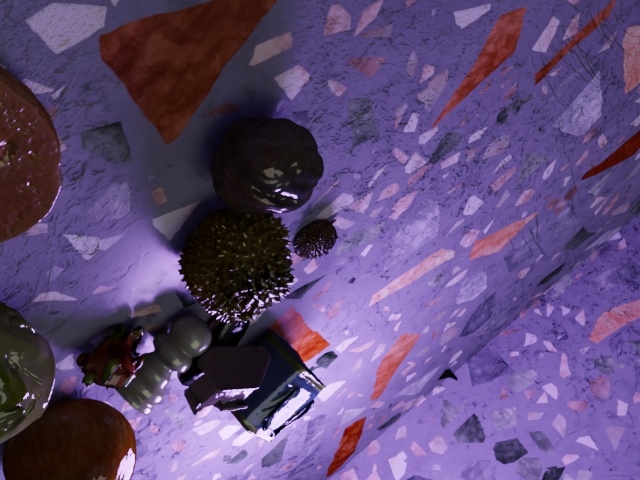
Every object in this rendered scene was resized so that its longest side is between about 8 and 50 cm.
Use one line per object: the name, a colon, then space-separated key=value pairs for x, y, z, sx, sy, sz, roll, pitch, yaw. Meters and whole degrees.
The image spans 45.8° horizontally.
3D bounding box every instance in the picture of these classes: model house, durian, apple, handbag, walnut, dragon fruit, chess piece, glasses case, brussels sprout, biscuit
model house: x=-0.247 y=0.371 z=1.958 sx=0.229 sy=0.122 sz=0.188 roll=3 pitch=135 yaw=-44
durian: x=-0.180 y=0.062 z=1.659 sx=0.258 sy=0.258 sz=0.293 roll=-19 pitch=154 yaw=-31
apple: x=-0.590 y=0.530 z=1.798 sx=0.309 sy=0.250 sz=0.277 roll=-46 pitch=149 yaw=16
handbag: x=-0.142 y=0.423 z=2.174 sx=0.241 sy=0.222 sz=0.263 roll=-44 pitch=147 yaw=-2
walnut: x=-0.108 y=-0.148 z=1.497 sx=0.224 sy=0.224 sz=0.224 roll=-28 pitch=147 yaw=-20
dragon fruit: x=-0.472 y=0.262 z=1.723 sx=0.175 sy=0.138 sz=0.142 roll=-65 pitch=-166 yaw=-13
chess piece: x=-0.374 y=0.285 z=1.836 sx=0.251 sy=0.144 sz=0.144 roll=-43 pitch=150 yaw=-4
glasses case: x=-0.281 y=0.283 z=1.986 sx=0.103 sy=0.067 sz=0.267 roll=12 pitch=123 yaw=-51
brussels sprout: x=-0.665 y=0.267 z=1.385 sx=0.327 sy=0.247 sz=0.328 roll=-24 pitch=146 yaw=-18
durian: x=0.001 y=0.002 z=1.929 sx=0.140 sy=0.071 sz=0.110 roll=-40 pitch=150 yaw=-10
biscuit: x=-0.583 y=-0.115 z=1.147 sx=0.365 sy=0.062 sz=0.385 roll=-27 pitch=147 yaw=-16
